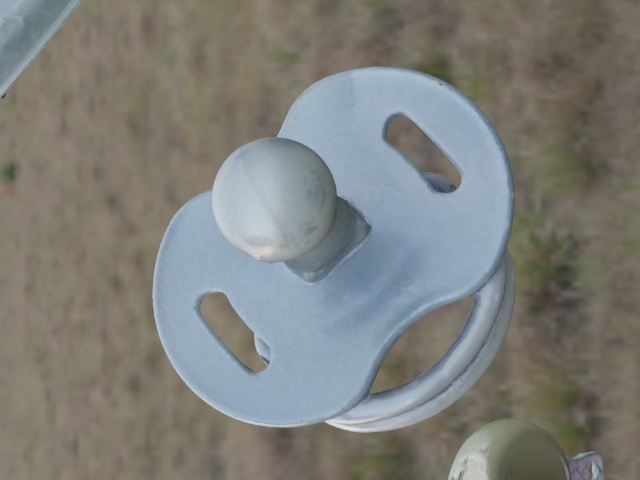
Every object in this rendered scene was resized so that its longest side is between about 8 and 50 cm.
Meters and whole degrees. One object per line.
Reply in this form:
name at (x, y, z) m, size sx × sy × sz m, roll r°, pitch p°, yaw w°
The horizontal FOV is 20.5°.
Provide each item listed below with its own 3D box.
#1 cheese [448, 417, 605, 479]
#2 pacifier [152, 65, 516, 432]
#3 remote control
cheese at (0.216, 0.243, 1.770) m, size 0.064 × 0.227 × 0.137 m, roll -3°, pitch 89°, yaw 42°
pacifier at (0.000, 0.000, 1.267) m, size 0.244 × 0.299 × 0.233 m, roll 47°, pitch -176°, yaw 28°
remote control at (-0.259, -0.223, 1.581) m, size 0.247 × 0.052 × 0.104 m, roll -49°, pitch 43°, yaw 11°
